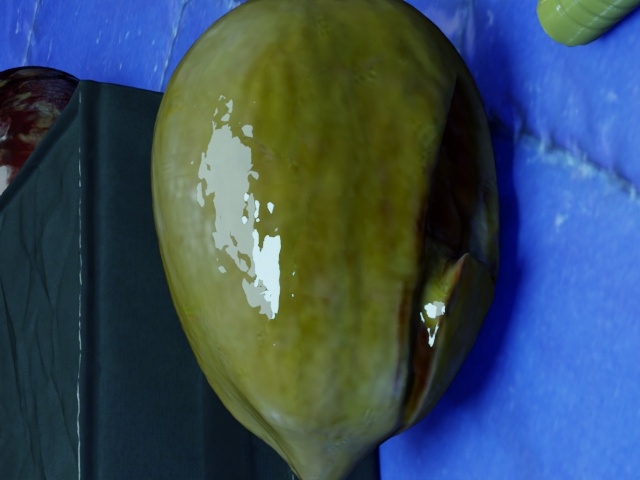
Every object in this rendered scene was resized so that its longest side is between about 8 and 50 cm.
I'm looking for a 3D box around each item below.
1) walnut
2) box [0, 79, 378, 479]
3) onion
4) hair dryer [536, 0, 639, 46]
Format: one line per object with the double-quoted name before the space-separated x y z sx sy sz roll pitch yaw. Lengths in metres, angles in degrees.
"walnut" 0.000 0.000 0.895 0.203 0.203 0.297 -6 80 63
"box" -0.110 0.105 1.064 0.251 0.205 0.345 -38 50 54
"onion" -0.279 -0.044 1.467 0.246 0.190 0.246 -23 55 37
"hair dryer" 0.182 -0.176 0.722 0.279 0.090 0.134 140 132 -61
